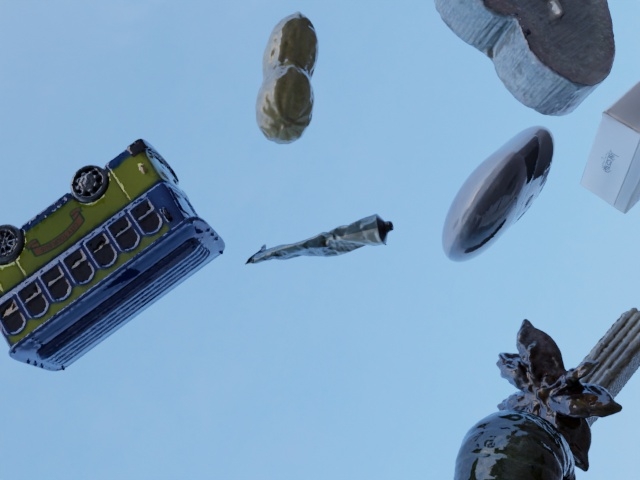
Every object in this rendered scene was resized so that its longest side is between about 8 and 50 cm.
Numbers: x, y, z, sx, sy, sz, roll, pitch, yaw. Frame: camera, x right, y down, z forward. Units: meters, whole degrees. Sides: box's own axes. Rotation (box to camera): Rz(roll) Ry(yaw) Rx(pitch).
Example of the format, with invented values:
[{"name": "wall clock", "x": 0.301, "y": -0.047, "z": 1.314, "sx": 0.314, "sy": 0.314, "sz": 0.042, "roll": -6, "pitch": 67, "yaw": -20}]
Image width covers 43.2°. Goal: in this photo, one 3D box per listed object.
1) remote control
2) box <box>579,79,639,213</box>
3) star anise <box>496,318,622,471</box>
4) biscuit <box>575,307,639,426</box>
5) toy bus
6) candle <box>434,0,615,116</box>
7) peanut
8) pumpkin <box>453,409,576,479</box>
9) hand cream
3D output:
[{"name": "remote control", "x": 0.304, "y": -0.081, "z": 1.370, "sx": 0.332, "sy": 0.103, "sz": 0.221, "roll": -34, "pitch": -28, "yaw": -49}, {"name": "box", "x": 0.633, "y": -0.214, "z": 1.528, "sx": 0.274, "sy": 0.116, "sz": 0.203, "roll": -39, "pitch": -29, "yaw": -23}, {"name": "star anise", "x": 0.327, "y": 0.236, "z": 1.174, "sx": 0.073, "sy": 0.212, "sz": 0.197, "roll": -2, "pitch": -68, "yaw": -37}, {"name": "biscuit", "x": 0.521, "y": 0.315, "z": 1.606, "sx": 0.426, "sy": 0.078, "sz": 0.144, "roll": -43, "pitch": -33, "yaw": -20}, {"name": "toy bus", "x": -0.290, "y": 0.021, "z": 1.053, "sx": 0.287, "sy": 0.175, "sz": 0.138, "roll": -36, "pitch": -21, "yaw": -2}, {"name": "candle", "x": 0.212, "y": -0.222, "z": 0.788, "sx": 0.168, "sy": 0.068, "sz": 0.192, "roll": -35, "pitch": -98, "yaw": -33}, {"name": "peanut", "x": -0.041, "y": -0.214, "z": 1.052, "sx": 0.082, "sy": 0.082, "sz": 0.187, "roll": 24, "pitch": -121, "yaw": -35}, {"name": "pumpkin", "x": 0.247, "y": 0.324, "z": 1.012, "sx": 0.223, "sy": 0.157, "sz": 0.224, "roll": -2, "pitch": -90, "yaw": -65}, {"name": "hand cream", "x": 0.000, "y": -0.001, "z": 1.312, "sx": 0.075, "sy": 0.247, "sz": 0.052, "roll": 21, "pitch": -119, "yaw": -65}]
